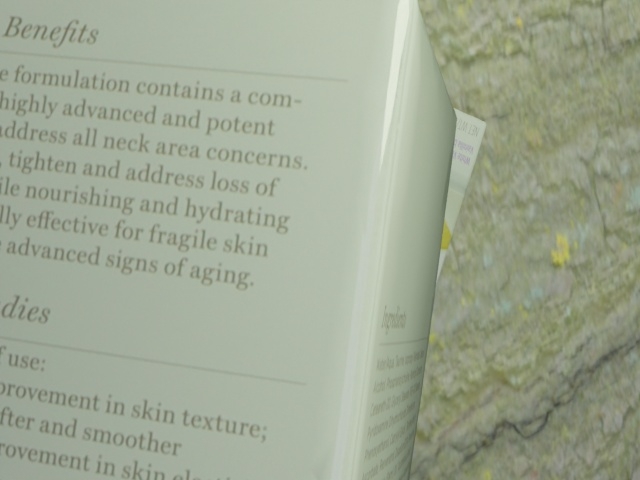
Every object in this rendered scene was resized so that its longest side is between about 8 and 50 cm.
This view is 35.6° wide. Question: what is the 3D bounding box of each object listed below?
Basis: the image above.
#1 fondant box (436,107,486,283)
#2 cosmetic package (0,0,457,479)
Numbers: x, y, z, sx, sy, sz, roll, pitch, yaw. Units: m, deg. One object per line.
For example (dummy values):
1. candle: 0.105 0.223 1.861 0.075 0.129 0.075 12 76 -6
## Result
1. fondant box: 0.000 0.000 0.961 0.238 0.096 0.330 19 89 -28
2. cosmetic package: -0.098 0.050 0.695 0.329 0.327 0.393 8 87 13
